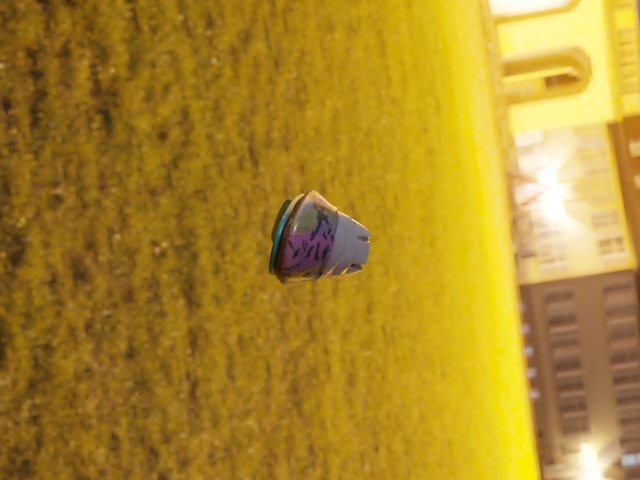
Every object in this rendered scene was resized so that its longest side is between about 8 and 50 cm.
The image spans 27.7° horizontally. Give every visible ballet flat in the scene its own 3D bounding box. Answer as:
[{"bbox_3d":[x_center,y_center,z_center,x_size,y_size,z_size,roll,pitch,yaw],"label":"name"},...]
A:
[{"bbox_3d":[0.000,0.000,1.070,0.221,0.079,0.076,-113,-138,-86],"label":"ballet flat"}]
